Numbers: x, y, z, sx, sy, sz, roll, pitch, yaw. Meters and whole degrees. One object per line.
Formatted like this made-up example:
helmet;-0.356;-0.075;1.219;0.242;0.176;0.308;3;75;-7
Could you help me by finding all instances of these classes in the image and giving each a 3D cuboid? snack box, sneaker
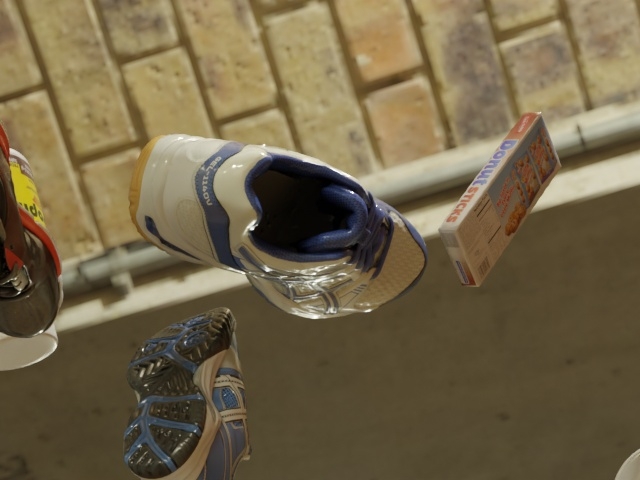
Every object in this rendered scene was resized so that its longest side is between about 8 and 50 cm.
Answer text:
snack box;0.164;-0.040;1.260;0.178;0.022;0.064;-51;127;-37
sneaker;-0.092;0.124;1.016;0.211;0.080;0.081;-82;147;-59
sneaker;0.000;0.000;1.054;0.296;0.131;0.111;15;82;-46
sneaker;-0.169;0.006;0.699;0.158;0.061;0.065;77;-1;-46

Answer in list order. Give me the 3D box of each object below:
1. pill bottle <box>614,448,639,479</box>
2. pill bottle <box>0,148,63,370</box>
pill bottle;0.399;0.293;1.498;0.221;0.124;0.124;35;34;-57
pill bottle;-0.330;0.018;1.419;0.117;0.117;0.215;68;2;-66
